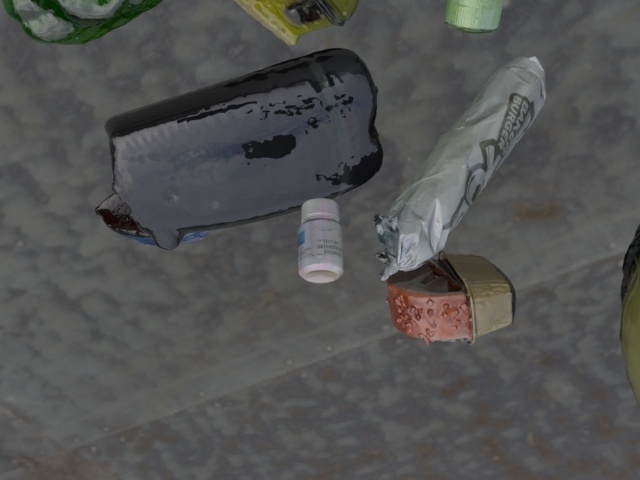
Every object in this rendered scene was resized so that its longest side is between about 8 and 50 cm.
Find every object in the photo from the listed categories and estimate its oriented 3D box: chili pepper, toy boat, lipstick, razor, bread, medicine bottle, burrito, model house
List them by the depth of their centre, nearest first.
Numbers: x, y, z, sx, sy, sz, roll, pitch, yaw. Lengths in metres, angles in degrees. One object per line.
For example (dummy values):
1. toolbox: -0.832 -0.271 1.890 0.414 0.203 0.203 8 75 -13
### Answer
1. chili pepper: -0.143 -0.225 0.567 0.253 0.083 0.099 -30 122 36
2. medicine bottle: 0.000 0.000 0.871 0.052 0.089 0.052 -1 155 0
3. lipstick: 0.216 -0.414 0.953 0.076 0.076 0.304 6 115 -5
4. razor: -0.092 -0.114 0.977 0.349 0.113 0.204 -18 131 -5
5. burrito: 0.189 -0.096 1.084 0.101 0.445 0.139 39 152 0
6. model house: -0.059 -0.440 1.244 0.193 0.174 0.234 35 162 -29
7. bread: 0.224 0.095 1.369 0.212 0.224 0.142 -5 108 -5
8. toy boat: -0.309 -0.053 1.506 0.309 0.129 0.142 0 176 27

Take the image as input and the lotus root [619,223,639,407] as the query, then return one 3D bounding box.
1. lotus root: 0.234 0.065 0.229 0.173 0.309 0.173 -19 127 -26
